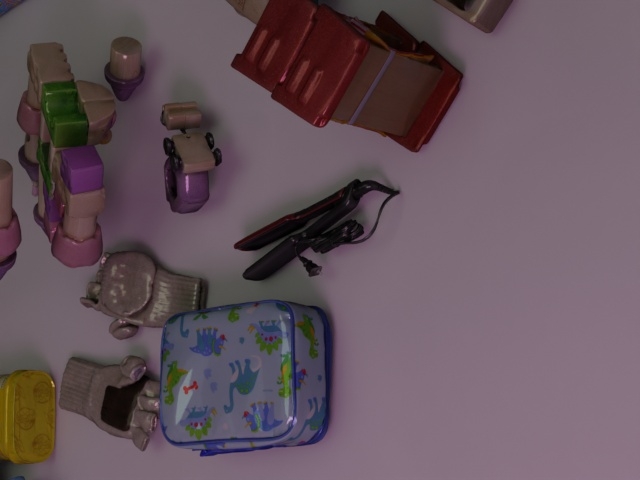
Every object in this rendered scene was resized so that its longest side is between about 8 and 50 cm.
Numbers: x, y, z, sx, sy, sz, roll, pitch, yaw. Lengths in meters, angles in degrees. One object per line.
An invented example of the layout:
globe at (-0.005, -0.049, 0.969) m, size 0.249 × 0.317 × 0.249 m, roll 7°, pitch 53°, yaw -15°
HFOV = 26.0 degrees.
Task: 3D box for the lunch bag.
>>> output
lunch bag at (-0.091, 0.165, 1.637) m, size 0.219 × 0.090 × 0.176 m, roll -10°, pitch 75°, yaw 36°

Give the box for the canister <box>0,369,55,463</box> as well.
canister at (-0.449, 0.244, 1.909) m, size 0.170 × 0.073 × 0.126 m, roll -7°, pitch 80°, yaw 38°

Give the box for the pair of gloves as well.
pair of gloves at (-0.254, 0.135, 1.798) m, size 0.204 × 0.042 × 0.240 m, roll 20°, pitch 94°, yaw 38°

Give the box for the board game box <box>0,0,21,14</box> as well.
board game box at (-0.478, -0.448, 2.067) m, size 0.160 × 0.039 × 0.212 m, roll -24°, pitch 70°, yaw 32°

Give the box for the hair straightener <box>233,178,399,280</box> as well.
hair straightener at (0.000, 0.000, 1.631) m, size 0.230 × 0.047 × 0.089 m, roll -26°, pitch 68°, yaw 27°

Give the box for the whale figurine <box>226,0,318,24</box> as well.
whale figurine at (-0.052, -0.339, 1.670) m, size 0.272 × 0.141 × 0.216 m, roll 57°, pitch 158°, yaw 14°

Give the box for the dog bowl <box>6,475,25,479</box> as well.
dog bowl at (-0.486, 0.432, 1.856) m, size 0.297 × 0.166 × 0.074 m, roll -44°, pitch 78°, yaw 24°

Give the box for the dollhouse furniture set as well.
dollhouse furniture set at (0.097, -0.293, 1.498) m, size 0.152 × 0.201 × 0.374 m, roll 42°, pitch 108°, yaw 34°

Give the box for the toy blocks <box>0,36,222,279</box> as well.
toy blocks at (-0.327, -0.082, 1.812) m, size 0.260 × 0.308 × 0.289 m, roll 103°, pitch 150°, yaw -43°
